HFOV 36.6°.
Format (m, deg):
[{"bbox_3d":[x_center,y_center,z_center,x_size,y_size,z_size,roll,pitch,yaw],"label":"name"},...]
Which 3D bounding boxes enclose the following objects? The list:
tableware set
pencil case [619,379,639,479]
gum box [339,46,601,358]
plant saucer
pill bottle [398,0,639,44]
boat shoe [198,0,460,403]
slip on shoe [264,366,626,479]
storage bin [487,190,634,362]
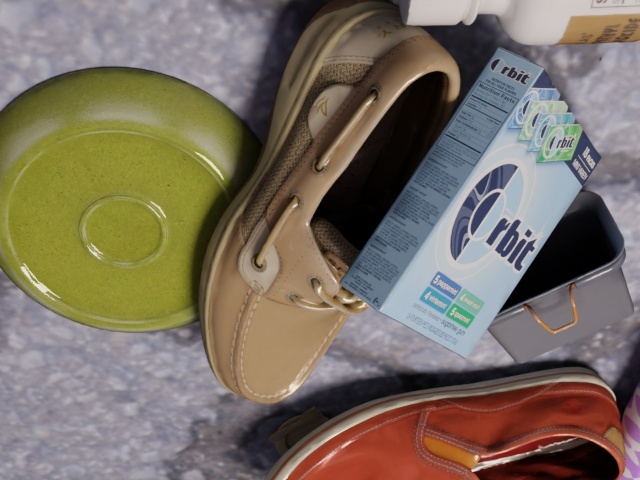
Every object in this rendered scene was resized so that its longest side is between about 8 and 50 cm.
[{"bbox_3d":[0.040,0.211,0.916,0.141,0.020,0.168,-20,122,10],"label":"tableware set"},{"bbox_3d":[0.311,0.172,0.862,0.088,0.086,0.206,26,126,21],"label":"pencil case"},{"bbox_3d":[0.111,-0.017,0.673,0.184,0.041,0.157,-56,146,2],"label":"gum box"},{"bbox_3d":[-0.151,-0.015,0.748,0.241,0.037,0.240,-1,122,-2],"label":"plant saucer"},{"bbox_3d":[0.165,-0.187,0.596,0.230,0.131,0.131,-2,123,-1],"label":"pill bottle"},{"bbox_3d":[0.000,0.000,0.700,0.122,0.110,0.341,-4,126,-33],"label":"boat shoe"},{"bbox_3d":[0.108,0.199,0.845,0.332,0.101,0.123,-13,127,-1],"label":"slip on shoe"},{"bbox_3d":[0.186,0.042,0.775,0.135,0.098,0.091,-27,131,14],"label":"storage bin"}]
